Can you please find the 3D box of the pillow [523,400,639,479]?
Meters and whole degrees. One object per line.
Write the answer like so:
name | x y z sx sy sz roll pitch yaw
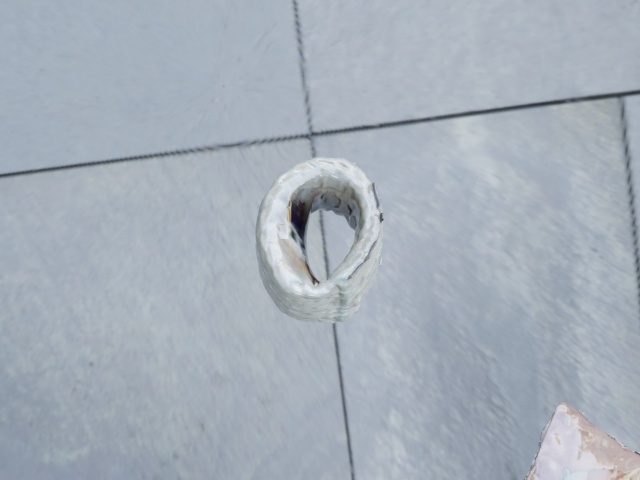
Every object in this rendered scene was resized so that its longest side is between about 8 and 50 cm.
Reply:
pillow | 0.253 0.239 1.040 0.248 0.049 0.135 31 66 -14

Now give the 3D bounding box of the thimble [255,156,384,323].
thimble | 0.000 0.000 1.039 0.102 0.090 0.115 -6 70 -3
